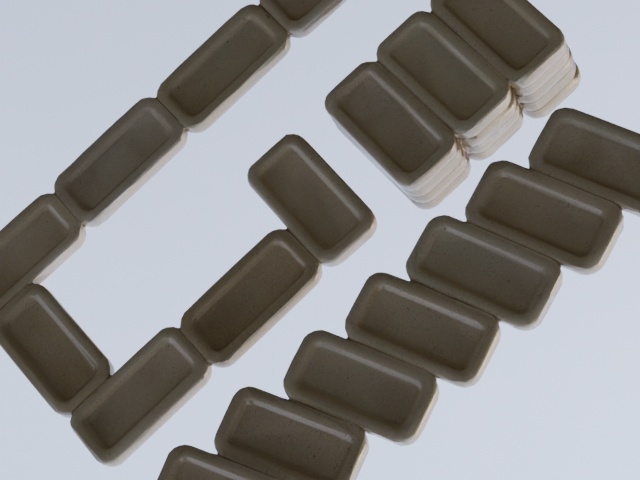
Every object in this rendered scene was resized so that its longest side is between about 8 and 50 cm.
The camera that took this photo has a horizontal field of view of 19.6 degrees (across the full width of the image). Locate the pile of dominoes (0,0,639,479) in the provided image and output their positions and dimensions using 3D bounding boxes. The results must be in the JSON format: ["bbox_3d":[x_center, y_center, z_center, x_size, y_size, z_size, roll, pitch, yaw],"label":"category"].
[{"bbox_3d":[0.000,0.000,0.746,0.251,0.040,0.196,-43,-118,-1],"label":"pile of dominoes"}]
